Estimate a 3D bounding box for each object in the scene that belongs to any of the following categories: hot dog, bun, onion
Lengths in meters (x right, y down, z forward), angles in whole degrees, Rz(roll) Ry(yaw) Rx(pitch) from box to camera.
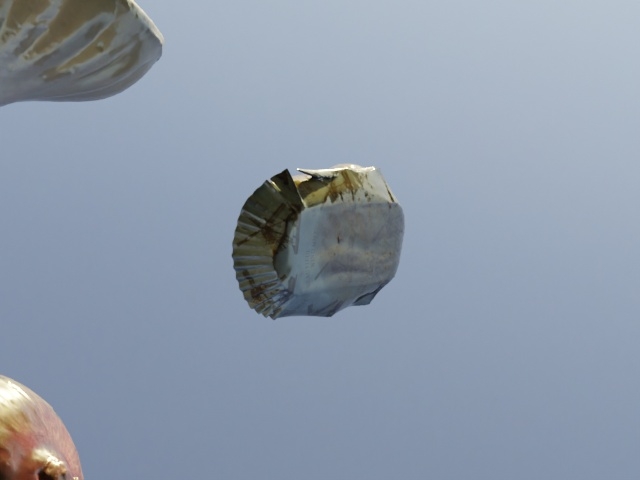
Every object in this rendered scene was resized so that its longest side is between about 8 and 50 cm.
[{"bbox_3d":[0.000,0.000,1.384,0.081,0.163,0.270,5,-173,33],"label":"hot dog"},{"bbox_3d":[-0.308,-0.214,1.356,0.263,0.263,0.175,31,-97,20],"label":"bun"},{"bbox_3d":[-0.308,0.235,1.163,0.190,0.246,0.246,-19,-134,20],"label":"onion"}]
